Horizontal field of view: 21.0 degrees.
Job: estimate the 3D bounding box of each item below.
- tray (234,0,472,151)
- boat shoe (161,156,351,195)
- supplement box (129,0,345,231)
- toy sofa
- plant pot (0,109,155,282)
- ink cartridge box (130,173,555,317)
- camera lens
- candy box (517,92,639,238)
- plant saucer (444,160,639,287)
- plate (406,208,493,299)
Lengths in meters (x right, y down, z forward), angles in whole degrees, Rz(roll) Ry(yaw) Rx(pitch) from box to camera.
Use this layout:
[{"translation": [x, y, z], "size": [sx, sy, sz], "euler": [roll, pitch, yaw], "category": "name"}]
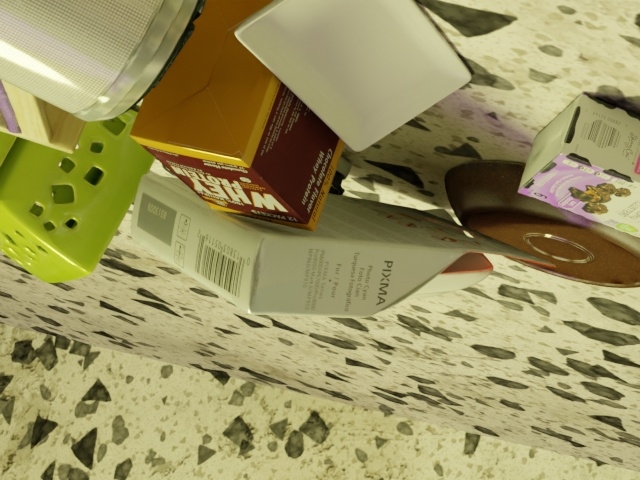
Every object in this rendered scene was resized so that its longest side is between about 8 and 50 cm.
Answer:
[{"translation": [0.034, -0.183, 1.641], "size": [0.270, 0.145, 0.030], "euler": [40, -160, -56], "category": "tray"}, {"translation": [-0.101, -0.080, 2.208], "size": [0.302, 0.091, 0.114], "euler": [6, 161, 43], "category": "boat shoe"}, {"translation": [-0.064, -0.139, 1.726], "size": [0.129, 0.191, 0.194], "euler": [13, 165, 26], "category": "supplement box"}, {"translation": [-0.334, -0.230, 1.830], "size": [0.177, 0.150, 0.362], "euler": [18, 166, 2], "category": "toy sofa"}, {"translation": [-0.365, -0.091, 2.270], "size": [0.207, 0.227, 0.228], "euler": [31, 164, -18], "category": "plant pot"}, {"translation": [0.021, 0.013, 1.953], "size": [0.385, 0.091, 0.308], "euler": [6, -170, -31], "category": "ink cartridge box"}, {"translation": [-0.248, -0.246, 1.504], "size": [0.274, 0.219, 0.219], "euler": [26, 165, -25], "category": "camera lens"}, {"translation": [0.320, -0.063, 1.756], "size": [0.196, 0.070, 0.165], "euler": [21, 166, -4], "category": "candy box"}, {"translation": [0.289, -0.009, 2.056], "size": [0.311, 0.050, 0.310], "euler": [19, 167, 5], "category": "plant saucer"}, {"translation": [0.044, 0.025, 2.067], "size": [0.277, 0.045, 0.278], "euler": [-5, -164, -8], "category": "plate"}]
